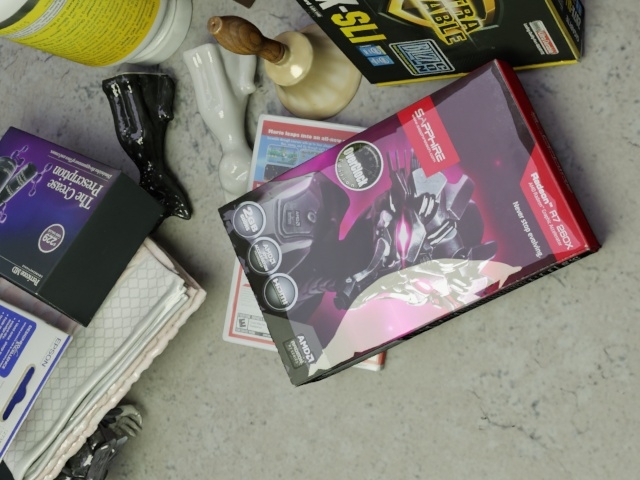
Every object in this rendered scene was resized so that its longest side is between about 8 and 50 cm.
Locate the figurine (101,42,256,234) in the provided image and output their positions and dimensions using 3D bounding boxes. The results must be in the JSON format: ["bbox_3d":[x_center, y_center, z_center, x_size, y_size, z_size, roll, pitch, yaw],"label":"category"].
[{"bbox_3d":[-0.166,-0.131,1.380,0.215,0.092,0.209,-14,87,25],"label":"figurine"}]

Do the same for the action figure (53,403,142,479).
[{"bbox_3d":[-0.313,0.264,1.384,0.164,0.141,0.276,-44,48,10],"label":"action figure"}]

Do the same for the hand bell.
[{"bbox_3d":[-0.060,-0.221,1.233,0.126,0.242,0.126,-2,85,28],"label":"hand bell"}]

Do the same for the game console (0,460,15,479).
[{"bbox_3d":[-0.587,0.269,1.575,0.386,0.060,0.342,-4,83,28],"label":"game console"}]

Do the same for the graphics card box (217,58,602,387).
[{"bbox_3d":[0.092,-0.013,1.189,0.371,0.094,0.233,-26,80,18],"label":"graphics card box"}]

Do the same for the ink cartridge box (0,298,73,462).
[{"bbox_3d":[-0.438,0.155,1.332,0.371,0.069,0.176,16,73,44],"label":"ink cartridge box"}]

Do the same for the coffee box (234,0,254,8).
[{"bbox_3d":[-0.165,-0.391,1.300,0.141,0.246,0.098,43,104,25],"label":"coffee box"}]

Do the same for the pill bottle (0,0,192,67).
[{"bbox_3d":[-0.313,-0.323,1.324,0.188,0.334,0.188,-3,84,28],"label":"pill bottle"}]

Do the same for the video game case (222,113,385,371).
[{"bbox_3d":[0.000,0.000,1.284,0.204,0.025,0.285,10,91,16],"label":"video game case"}]

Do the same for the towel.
[{"bbox_3d":[-0.338,0.112,1.370,0.332,0.053,0.317,-50,46,-5],"label":"towel"}]

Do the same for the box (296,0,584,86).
[{"bbox_3d":[0.108,-0.276,1.104,0.257,0.322,0.079,0,70,28],"label":"box"}]

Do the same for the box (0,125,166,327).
[{"bbox_3d":[-0.354,-0.024,1.369,0.261,0.103,0.184,21,76,40],"label":"box"}]
